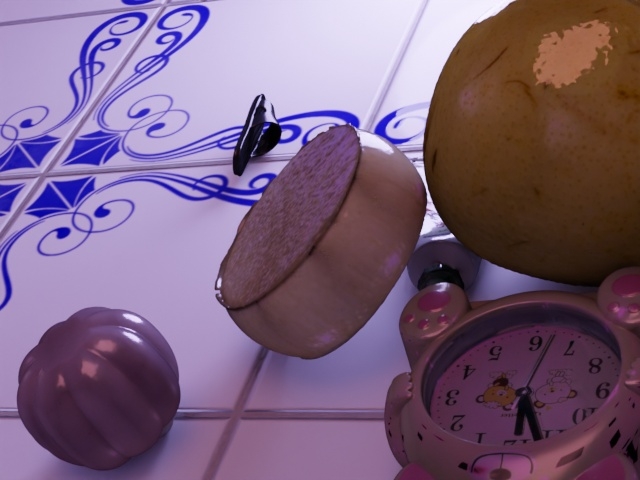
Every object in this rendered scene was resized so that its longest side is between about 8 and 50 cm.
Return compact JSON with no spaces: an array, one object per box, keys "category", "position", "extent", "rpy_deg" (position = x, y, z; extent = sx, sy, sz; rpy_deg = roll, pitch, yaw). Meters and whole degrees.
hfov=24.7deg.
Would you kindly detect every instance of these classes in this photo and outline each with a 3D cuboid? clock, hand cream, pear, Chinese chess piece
[{"category":"clock","position":[0.200,0.164,1.409],"extent":[0.283,0.114,0.309],"rpy_deg":[-5,38,19]},{"category":"hand cream","position":[0.152,-0.031,1.759],"extent":[0.121,0.076,0.336],"rpy_deg":[-8,29,13]},{"category":"pear","position":[0.279,-0.113,1.563],"extent":[0.348,0.348,0.348],"rpy_deg":[-13,35,9]},{"category":"Chinese chess piece","position":[0.000,0.000,1.634],"extent":[0.270,0.112,0.270],"rpy_deg":[-45,23,26]}]

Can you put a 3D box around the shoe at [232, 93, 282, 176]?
[{"category":"shoe","position":[-0.081,-0.142,2.024],"extent":[0.053,0.062,0.159],"rpy_deg":[7,40,13]}]

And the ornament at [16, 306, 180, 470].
[{"category":"ornament","position":[-0.237,0.165,1.594],"extent":[0.177,0.178,0.177],"rpy_deg":[-13,35,9]}]
